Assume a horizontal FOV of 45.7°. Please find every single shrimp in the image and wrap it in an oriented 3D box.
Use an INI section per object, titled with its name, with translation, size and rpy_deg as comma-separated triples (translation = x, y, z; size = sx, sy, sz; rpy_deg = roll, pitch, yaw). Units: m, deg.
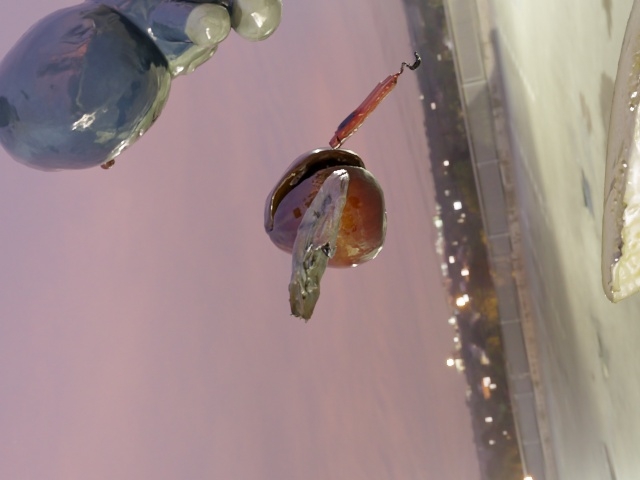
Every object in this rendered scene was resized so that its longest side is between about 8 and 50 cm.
[shrimp]
translation = 0.000, 0.000, 0.952
size = 0.126, 0.048, 0.223
rpy_deg = 125, 161, -49

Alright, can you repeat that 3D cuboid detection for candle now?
[candle]
translation = 0.067, -0.178, 0.973
size = 0.026, 0.167, 0.021
rpy_deg = 15, -137, -41

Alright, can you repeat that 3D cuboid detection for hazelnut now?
[hazelnut]
translation = 0.004, -0.052, 1.302
size = 0.251, 0.217, 0.217
rpy_deg = -126, 17, -59

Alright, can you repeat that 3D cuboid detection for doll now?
[doll]
translation = -0.182, -0.163, 0.700
size = 0.154, 0.228, 0.258
rpy_deg = 45, -111, -31

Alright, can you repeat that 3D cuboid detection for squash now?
[squash]
translation = 0.260, -0.094, 0.640
size = 0.252, 0.169, 0.093
rpy_deg = 56, -162, -13
